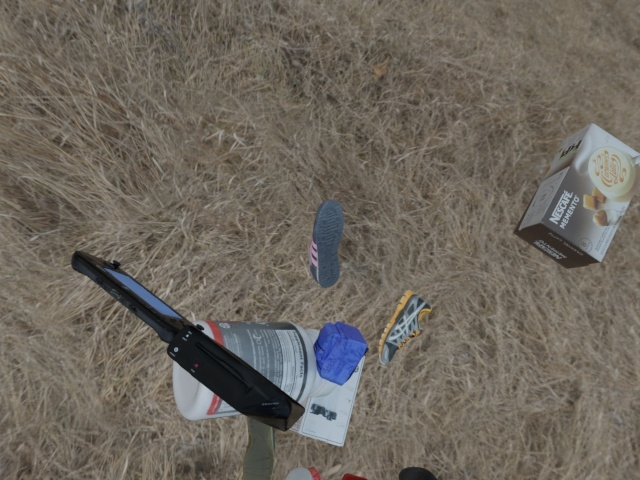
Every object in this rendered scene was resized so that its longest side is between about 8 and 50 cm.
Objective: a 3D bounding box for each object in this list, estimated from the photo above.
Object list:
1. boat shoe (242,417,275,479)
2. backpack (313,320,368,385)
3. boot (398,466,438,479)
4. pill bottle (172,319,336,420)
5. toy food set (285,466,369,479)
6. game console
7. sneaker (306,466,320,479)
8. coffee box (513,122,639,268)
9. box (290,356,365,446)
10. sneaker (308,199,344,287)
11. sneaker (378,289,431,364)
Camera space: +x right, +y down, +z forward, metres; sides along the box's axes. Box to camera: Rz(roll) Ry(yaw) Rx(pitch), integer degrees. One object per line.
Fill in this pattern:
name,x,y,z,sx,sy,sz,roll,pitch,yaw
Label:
boat shoe,-0.149,0.519,1.048,0.080,0.073,0.223,-4,74,8
backpack,0.033,0.251,0.920,0.101,0.098,0.120,23,100,-10
boot,0.406,0.912,1.397,0.096,0.264,0.280,-52,136,-50
pill bottle,-0.142,0.300,0.985,0.363,0.210,0.210,10,88,-36
toy food set,0.029,0.391,0.548,0.111,0.233,0.104,-55,137,-50
game console,-0.176,0.113,0.515,0.362,0.213,0.044,32,71,15
sneaker,-0.020,0.551,0.757,0.087,0.128,0.221,23,87,-54
coffee box,0.520,-0.086,0.827,0.141,0.098,0.246,34,78,1
box,0.023,0.491,1.336,0.169,0.087,0.289,26,66,-22
sneaker,0.000,0.000,1.402,0.112,0.131,0.318,-9,118,-28
sneaker,0.224,0.242,1.113,0.083,0.084,0.214,26,80,20
